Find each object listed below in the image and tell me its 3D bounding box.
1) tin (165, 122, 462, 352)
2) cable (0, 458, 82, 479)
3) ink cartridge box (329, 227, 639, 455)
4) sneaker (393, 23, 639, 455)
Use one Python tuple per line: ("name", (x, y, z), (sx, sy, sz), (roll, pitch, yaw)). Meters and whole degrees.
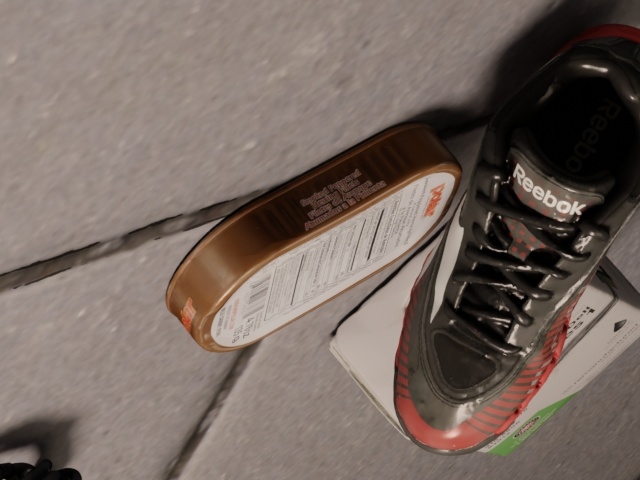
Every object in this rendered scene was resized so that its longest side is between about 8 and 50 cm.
("tin", (0.000, 0.000, 1.101), (0.190, 0.040, 0.106), (-30, 161, -24))
("cable", (-0.211, 0.177, 1.092), (0.184, 0.047, 0.150), (-12, 146, -51))
("ink cartridge box", (0.123, 0.062, 1.345), (0.160, 0.092, 0.219), (-44, 159, 11))
("sneaker", (0.115, -0.001, 1.107), (0.276, 0.098, 0.135), (-61, 170, 5))
